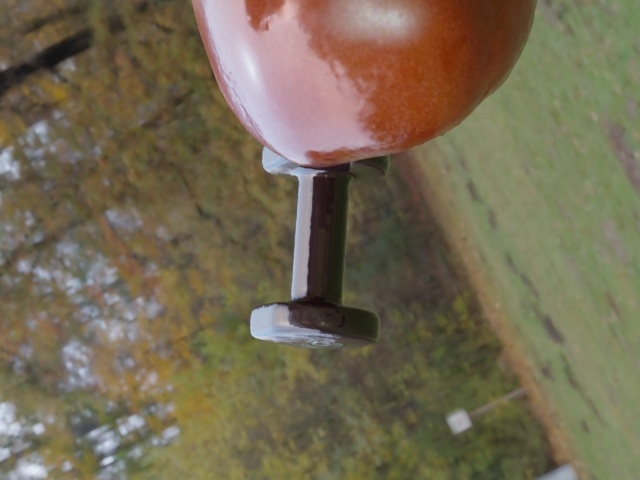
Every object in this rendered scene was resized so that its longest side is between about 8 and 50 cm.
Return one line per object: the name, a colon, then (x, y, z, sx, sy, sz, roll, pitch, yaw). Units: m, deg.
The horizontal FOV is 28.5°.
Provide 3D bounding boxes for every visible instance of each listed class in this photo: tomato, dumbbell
tomato: (0.039, -0.236, 1.175, 0.273, 0.341, 0.341, 60, -176, -30)
dumbbell: (0.000, 0.000, 1.318, 0.140, 0.124, 0.225, -18, 66, 62)
